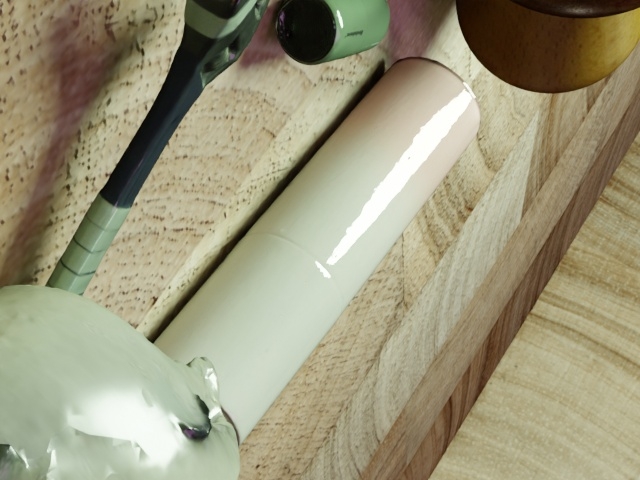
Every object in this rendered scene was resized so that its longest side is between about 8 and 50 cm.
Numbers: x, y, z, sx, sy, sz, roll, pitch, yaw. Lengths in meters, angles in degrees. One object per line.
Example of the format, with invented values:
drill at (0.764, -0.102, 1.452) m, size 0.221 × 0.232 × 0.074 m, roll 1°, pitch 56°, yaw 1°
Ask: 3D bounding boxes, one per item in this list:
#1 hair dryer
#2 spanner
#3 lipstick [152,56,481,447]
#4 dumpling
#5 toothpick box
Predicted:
hair dryer at (0.020, -0.179, 0.758) m, size 0.071 × 0.047 × 0.150 m, roll -31°, pitch 140°, yaw -59°
spanner at (-0.101, -0.015, 0.642) m, size 0.316 × 0.024 × 0.087 m, roll -58°, pitch 176°, yaw 15°
lipstick at (0.000, 0.000, 0.906) m, size 0.327 × 0.087 × 0.087 m, roll -51°, pitch 161°, yaw -32°
dumpling at (-0.163, 0.113, 0.536) m, size 0.227 × 0.175 × 0.243 m, roll -31°, pitch 139°, yaw 26°
toothpick box at (0.177, -0.216, 0.920) m, size 0.192 × 0.192 × 0.294 m, roll -58°, pitch 169°, yaw -10°
